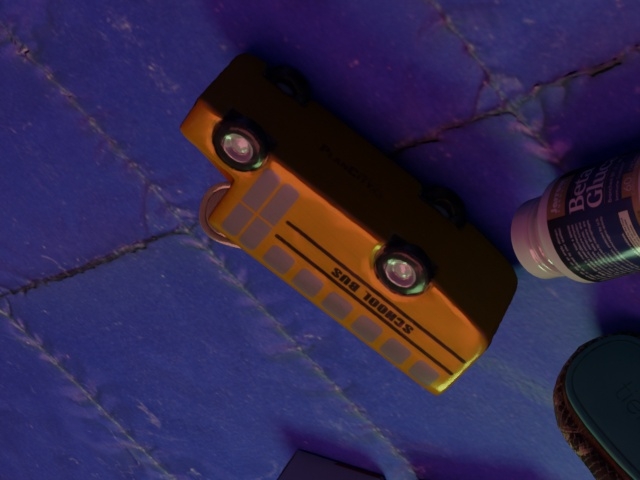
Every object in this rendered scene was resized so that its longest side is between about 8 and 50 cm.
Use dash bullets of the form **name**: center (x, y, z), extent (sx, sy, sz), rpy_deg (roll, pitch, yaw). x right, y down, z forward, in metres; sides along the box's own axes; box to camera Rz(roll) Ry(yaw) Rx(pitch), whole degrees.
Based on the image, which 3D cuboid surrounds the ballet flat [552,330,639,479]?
- **ballet flat**: center (0.365, 0.273, 1.365), extent (0.483, 0.164, 0.182), rpy_deg (55, 177, 42)

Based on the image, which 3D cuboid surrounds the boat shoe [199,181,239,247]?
- **boat shoe**: center (0.000, 0.000, 1.582), extent (0.233, 0.084, 0.079), rpy_deg (22, -176, 10)

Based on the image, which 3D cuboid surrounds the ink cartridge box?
- **ink cartridge box**: center (0.029, 0.350, 1.983), extent (0.127, 0.072, 0.175), rpy_deg (12, 140, 32)

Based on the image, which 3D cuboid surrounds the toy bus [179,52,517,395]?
- **toy bus**: center (0.019, -0.017, 1.464), extent (0.333, 0.108, 0.130), rpy_deg (37, 132, -3)

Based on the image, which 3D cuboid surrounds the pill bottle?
- **pill bottle**: center (0.233, -0.017, 1.301), extent (0.094, 0.094, 0.169), rpy_deg (48, 146, -17)
